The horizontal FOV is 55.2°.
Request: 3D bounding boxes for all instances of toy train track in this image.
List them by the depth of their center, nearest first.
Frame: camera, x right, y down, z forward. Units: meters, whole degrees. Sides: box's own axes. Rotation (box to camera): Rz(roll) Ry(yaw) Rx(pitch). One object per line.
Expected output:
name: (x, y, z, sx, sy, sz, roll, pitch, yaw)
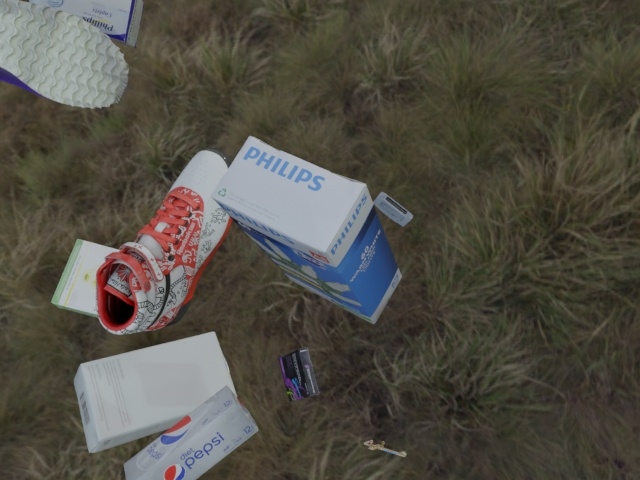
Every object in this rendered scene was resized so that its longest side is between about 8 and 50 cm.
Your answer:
toy train track: (0.120, 0.383, 1.135, 0.083, 0.048, 0.014, 8, 86, 32)

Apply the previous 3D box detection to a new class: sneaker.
sneaker: (-0.379, -0.240, 0.720, 0.146, 0.294, 0.102, 33, 107, 54)
sneaker: (-0.204, 0.003, 0.809, 0.090, 0.145, 0.269, 27, 101, 17)

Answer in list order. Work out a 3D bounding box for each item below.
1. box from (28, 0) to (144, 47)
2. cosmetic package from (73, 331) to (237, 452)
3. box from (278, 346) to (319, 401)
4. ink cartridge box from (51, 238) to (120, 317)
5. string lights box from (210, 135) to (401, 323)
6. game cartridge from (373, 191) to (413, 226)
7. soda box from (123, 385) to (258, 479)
box: (-0.319, -0.325, 0.851, 0.137, 0.126, 0.072, -127, 52, -72)
cosmetic package: (-0.449, 0.408, 1.680, 0.156, 0.385, 0.217, -47, 58, 49)
box: (-0.055, 0.332, 1.508, 0.029, 0.162, 0.115, -9, 75, -26)
ink cartridge box: (-0.505, 0.109, 1.493, 0.235, 0.056, 0.171, 15, 69, 1)
string lights box: (0.000, 0.000, 0.667, 0.134, 0.259, 0.076, 26, 78, 23)
game cartridge: (0.149, -0.064, 1.265, 0.083, 0.056, 0.017, 38, 68, 1)
soda box: (-0.288, 0.459, 1.360, 0.286, 0.098, 0.091, -37, 25, -9)
